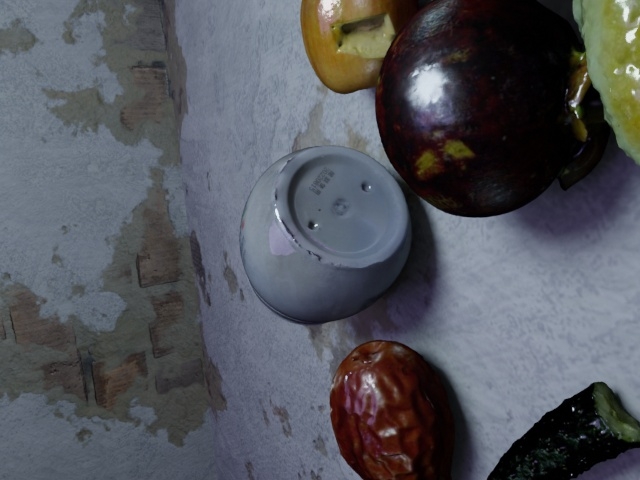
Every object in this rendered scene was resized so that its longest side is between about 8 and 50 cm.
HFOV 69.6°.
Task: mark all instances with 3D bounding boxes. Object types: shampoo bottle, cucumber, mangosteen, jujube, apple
[{"bbox_3d":[0.000,0.000,0.773,0.273,0.273,0.266,69,155,20],"label":"shampoo bottle"},{"bbox_3d":[0.273,0.279,0.573,0.081,0.072,0.303,57,144,35],"label":"cucumber"},{"bbox_3d":[0.198,-0.141,0.457,0.289,0.231,0.231,-4,95,39],"label":"mangosteen"},{"bbox_3d":[0.123,0.299,0.741,0.197,0.197,0.290,9,121,60],"label":"jujube"},{"bbox_3d":[0.055,-0.318,0.695,0.199,0.199,0.199,26,121,56],"label":"apple"}]

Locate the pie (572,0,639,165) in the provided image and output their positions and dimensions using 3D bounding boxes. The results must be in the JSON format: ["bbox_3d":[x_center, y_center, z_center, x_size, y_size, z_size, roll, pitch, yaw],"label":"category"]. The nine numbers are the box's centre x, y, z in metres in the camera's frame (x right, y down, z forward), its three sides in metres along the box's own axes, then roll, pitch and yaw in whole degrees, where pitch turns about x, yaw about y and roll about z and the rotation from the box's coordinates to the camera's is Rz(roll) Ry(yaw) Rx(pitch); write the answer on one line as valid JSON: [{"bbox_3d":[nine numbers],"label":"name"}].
[{"bbox_3d":[0.313,-0.174,0.193,0.418,0.180,0.395,40,136,30],"label":"pie"}]
